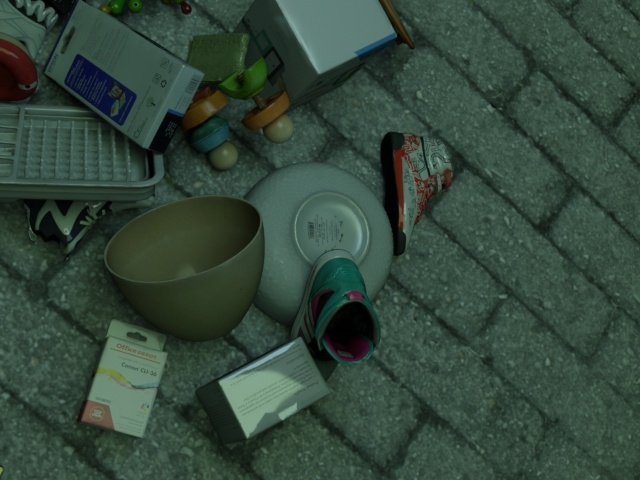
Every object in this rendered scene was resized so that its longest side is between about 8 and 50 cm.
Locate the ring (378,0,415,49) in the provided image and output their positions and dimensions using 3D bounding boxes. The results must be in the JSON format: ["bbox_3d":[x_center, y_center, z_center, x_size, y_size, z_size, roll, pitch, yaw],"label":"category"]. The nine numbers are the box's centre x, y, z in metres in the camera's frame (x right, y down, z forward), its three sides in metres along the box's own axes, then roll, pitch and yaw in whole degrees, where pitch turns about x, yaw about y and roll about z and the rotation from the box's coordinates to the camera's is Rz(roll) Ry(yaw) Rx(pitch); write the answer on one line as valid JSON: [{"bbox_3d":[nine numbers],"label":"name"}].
[{"bbox_3d":[0.100,-0.537,1.934,0.032,0.336,0.336,-30,89,13],"label":"ring"}]

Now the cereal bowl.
[{"bbox_3d":[0.000,0.000,1.836,0.339,0.141,0.339,5,77,-21],"label":"cereal bowl"}]

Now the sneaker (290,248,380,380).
[{"bbox_3d":[0.028,0.185,1.706,0.124,0.178,0.295,1,122,-16],"label":"sneaker"}]

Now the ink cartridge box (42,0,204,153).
[{"bbox_3d":[-0.365,-0.304,1.700,0.065,0.333,0.165,12,111,-56],"label":"ink cartridge box"}]

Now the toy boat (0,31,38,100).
[{"bbox_3d":[-0.613,-0.271,1.633,0.231,0.151,0.151,-9,62,-16],"label":"toy boat"}]

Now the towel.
[{"bbox_3d":[-0.206,-0.358,1.850,0.027,0.148,0.110,22,72,-56],"label":"towel"}]

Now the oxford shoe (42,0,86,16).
[{"bbox_3d":[-0.539,-0.516,1.740,0.083,0.096,0.227,-45,127,-21],"label":"oxford shoe"}]

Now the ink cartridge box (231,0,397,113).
[{"bbox_3d":[-0.025,-0.400,1.849,0.198,0.270,0.197,-30,91,-24],"label":"ink cartridge box"}]

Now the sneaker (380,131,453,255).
[{"bbox_3d":[0.210,-0.098,1.966,0.145,0.090,0.270,4,73,-18],"label":"sneaker"}]

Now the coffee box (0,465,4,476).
[{"bbox_3d":[-0.632,0.391,1.547,0.184,0.040,0.113,29,69,-13],"label":"coffee box"}]

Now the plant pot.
[{"bbox_3d":[-0.223,0.069,1.687,0.284,0.284,0.191,-29,125,-25],"label":"plant pot"}]

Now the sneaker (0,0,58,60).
[{"bbox_3d":[-0.595,-0.411,1.659,0.292,0.110,0.118,25,81,-56],"label":"sneaker"}]

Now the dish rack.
[{"bbox_3d":[-0.451,-0.147,1.654,0.333,0.072,0.285,0,34,-14],"label":"dish rack"}]

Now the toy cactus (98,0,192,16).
[{"bbox_3d":[-0.372,-0.511,1.848,0.219,0.112,0.180,-4,60,-20],"label":"toy cactus"}]

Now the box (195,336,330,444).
[{"bbox_3d":[-0.108,0.276,1.704,0.181,0.182,0.119,-25,86,-25],"label":"box"}]

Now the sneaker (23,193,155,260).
[{"bbox_3d":[-0.423,-0.036,1.704,0.235,0.094,0.153,5,77,-21],"label":"sneaker"}]

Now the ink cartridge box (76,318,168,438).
[{"bbox_3d":[-0.349,0.244,1.679,0.115,0.067,0.198,19,71,-16],"label":"ink cartridge box"}]

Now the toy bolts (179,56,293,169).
[{"bbox_3d":[-0.181,-0.207,1.765,0.158,0.228,0.218,57,48,-17],"label":"toy bolts"}]
